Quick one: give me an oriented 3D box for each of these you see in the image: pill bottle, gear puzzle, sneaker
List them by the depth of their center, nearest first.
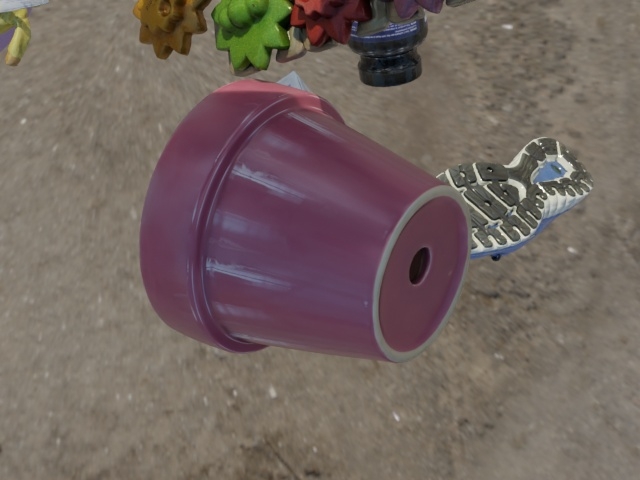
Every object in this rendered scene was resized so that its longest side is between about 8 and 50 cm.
[{"bbox_3d":[-0.033,-0.213,0.936,0.044,0.339,0.175,2,81,-46],"label":"gear puzzle"},{"bbox_3d":[0.217,-0.022,1.685,0.130,0.330,0.147,51,132,19],"label":"sneaker"},{"bbox_3d":[0.088,-0.336,1.870,0.123,0.123,0.219,-11,117,-6],"label":"pill bottle"}]

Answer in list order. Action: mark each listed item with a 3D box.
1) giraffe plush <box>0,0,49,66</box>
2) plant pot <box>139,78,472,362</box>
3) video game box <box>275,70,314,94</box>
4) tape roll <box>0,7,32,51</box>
[{"bbox_3d":[-0.398,-0.305,1.510,0.210,0.170,0.181,5,121,-1],"label":"giraffe plush"},{"bbox_3d":[0.000,0.000,0.948,0.180,0.201,0.201,19,100,32],"label":"plant pot"},{"bbox_3d":[0.024,-0.089,1.664,0.048,0.187,0.205,-34,133,10],"label":"video game box"},{"bbox_3d":[-0.492,-0.344,1.628,0.274,0.090,0.275,1,85,-6],"label":"tape roll"}]
